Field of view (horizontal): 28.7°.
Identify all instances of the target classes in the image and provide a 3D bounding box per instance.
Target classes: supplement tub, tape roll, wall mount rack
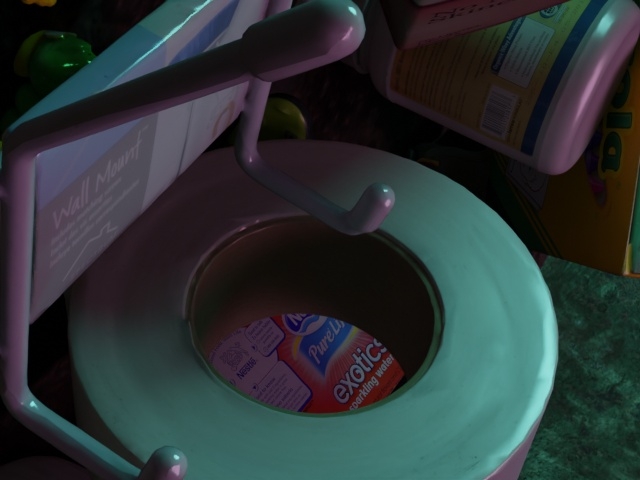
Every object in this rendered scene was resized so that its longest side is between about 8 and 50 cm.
[{"bbox_3d":[0.127,-0.152,0.959,0.144,0.200,0.144,-55,163,-26],"label":"supplement tub"},{"bbox_3d":[-0.008,0.069,0.749,0.286,0.286,0.100,-51,159,-37],"label":"tape roll"},{"bbox_3d":[-0.025,-0.056,0.511,0.350,0.130,0.304,-51,168,-39],"label":"wall mount rack"}]

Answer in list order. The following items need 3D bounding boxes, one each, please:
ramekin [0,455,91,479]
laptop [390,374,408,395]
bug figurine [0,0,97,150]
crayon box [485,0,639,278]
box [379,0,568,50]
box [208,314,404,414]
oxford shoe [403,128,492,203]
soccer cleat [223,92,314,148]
[{"bbox_3d":[-0.187,0.271,0.783,0.277,0.135,0.277,-55,163,-26],"label":"ramekin"},{"bbox_3d":[-0.049,0.286,1.241,0.382,0.236,0.408,-59,-153,-11],"label":"laptop"},{"bbox_3d":[-0.119,-0.096,0.518,0.216,0.072,0.279,-61,170,19],"label":"bug figurine"},{"bbox_3d":[0.262,-0.161,1.111,0.313,0.106,0.362,-155,-109,-77],"label":"crayon box"},{"bbox_3d":[0.101,-0.202,0.726,0.232,0.149,0.126,-63,136,-88],"label":"box"},{"bbox_3d":[-0.035,0.103,0.933,0.123,0.128,0.257,-35,-171,45],"label":"box"},{"bbox_3d":[0.093,-0.023,1.277,0.364,0.130,0.132,-44,127,-40],"label":"oxford shoe"},{"bbox_3d":[-0.037,-0.049,0.891,0.179,0.060,0.072,108,8,-51],"label":"soccer cleat"}]
